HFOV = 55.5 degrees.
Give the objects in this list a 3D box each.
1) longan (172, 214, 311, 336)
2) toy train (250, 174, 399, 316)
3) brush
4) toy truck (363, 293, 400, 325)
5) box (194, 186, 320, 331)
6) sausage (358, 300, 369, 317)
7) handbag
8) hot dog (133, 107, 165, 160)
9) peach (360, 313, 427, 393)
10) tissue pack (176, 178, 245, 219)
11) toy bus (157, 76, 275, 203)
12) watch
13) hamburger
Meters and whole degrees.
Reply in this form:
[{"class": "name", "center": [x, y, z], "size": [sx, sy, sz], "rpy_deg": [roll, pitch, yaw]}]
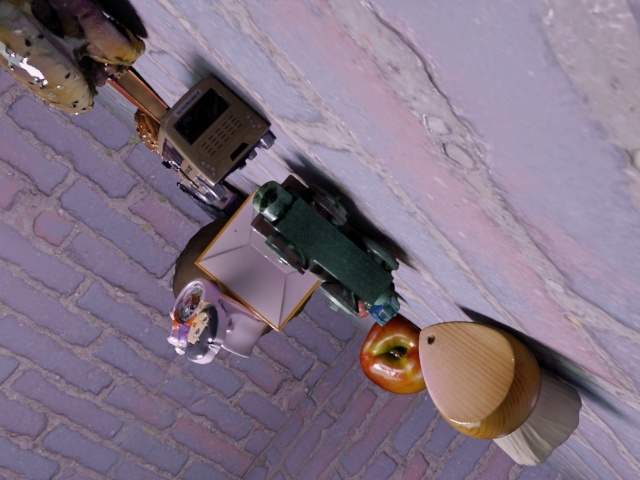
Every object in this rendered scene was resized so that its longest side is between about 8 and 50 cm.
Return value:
[{"class": "longan", "center": [-0.247, 0.109, 1.916], "size": [0.404, 0.436, 0.404], "rpy_deg": [48, 156, 29]}, {"class": "toy train", "center": [0.000, 0.000, 1.071], "size": [0.304, 0.150, 0.221], "rpy_deg": [41, 180, -27]}, {"class": "brush", "center": [0.282, 0.233, 1.020], "size": [0.166, 0.174, 0.266], "rpy_deg": [32, -175, -28]}, {"class": "toy truck", "center": [0.135, 0.130, 1.535], "size": [0.067, 0.081, 0.175], "rpy_deg": [46, -171, -39]}, {"class": "box", "center": [-0.137, 0.055, 1.628], "size": [0.283, 0.259, 0.214], "rpy_deg": [39, 175, 2]}, {"class": "sausage", "center": [0.115, 0.211, 2.099], "size": [0.141, 0.076, 0.076], "rpy_deg": [37, 173, 15]}, {"class": "handbag", "center": [-0.452, -0.364, 1.430], "size": [0.127, 0.063, 0.190], "rpy_deg": [36, 175, 27]}, {"class": "hot dog", "center": [-0.437, -0.285, 1.715], "size": [0.227, 0.099, 0.160], "rpy_deg": [46, 170, -26]}, {"class": "peach", "center": [0.248, 0.351, 1.865], "size": [0.274, 0.245, 0.249], "rpy_deg": [30, -147, -61]}, {"class": "tissue pack", "center": [-0.318, -0.101, 2.171], "size": [0.259, 0.122, 0.361], "rpy_deg": [31, 168, 32]}, {"class": "toy bus", "center": [-0.191, -0.163, 1.017], "size": [0.157, 0.139, 0.289], "rpy_deg": [45, 171, -12]}, {"class": "watch", "center": [-0.255, 0.232, 1.575], "size": [0.231, 0.196, 0.244], "rpy_deg": [36, 174, -40]}, {"class": "hamburger", "center": [-0.430, -0.337, 0.937], "size": [0.318, 0.195, 0.277], "rpy_deg": [38, 172, 31]}]
